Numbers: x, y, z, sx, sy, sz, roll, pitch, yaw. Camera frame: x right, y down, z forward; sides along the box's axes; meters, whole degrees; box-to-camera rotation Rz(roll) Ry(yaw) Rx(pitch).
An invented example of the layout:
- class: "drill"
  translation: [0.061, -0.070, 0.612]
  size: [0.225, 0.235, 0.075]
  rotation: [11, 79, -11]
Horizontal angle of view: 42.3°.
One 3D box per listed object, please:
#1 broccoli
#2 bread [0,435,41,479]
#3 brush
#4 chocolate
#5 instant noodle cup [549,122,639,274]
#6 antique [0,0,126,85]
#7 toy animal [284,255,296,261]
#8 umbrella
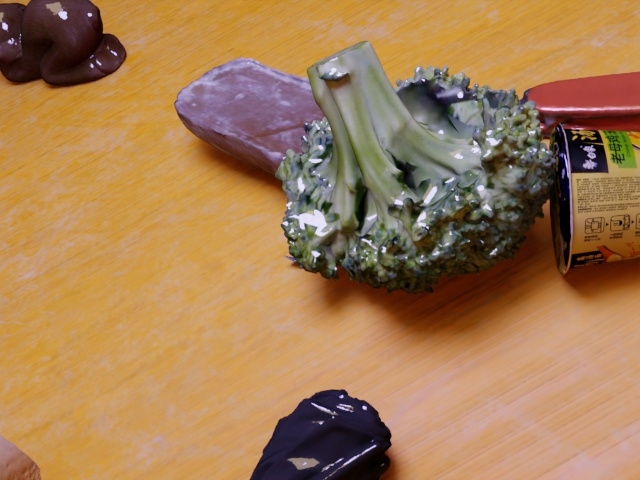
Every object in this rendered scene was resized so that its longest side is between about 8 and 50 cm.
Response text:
- class: "broccoli"
  translation: [0.088, -0.073, 0.862]
  size: [0.287, 0.235, 0.260]
  rotation: [-24, 82, 11]
- class: "bread"
  translation: [-0.392, 0.277, 0.789]
  size: [0.183, 0.211, 0.224]
  rotation: [-7, 45, 9]
- class: "brush"
  translation: [0.317, -0.154, 0.938]
  size: [0.323, 0.051, 0.070]
  rotation: [-4, 55, 21]
- class: "chocolate"
  translation: [-0.070, -0.149, 1.082]
  size: [0.254, 0.080, 0.157]
  rotation: [29, 54, 35]
- class: "instant noodle cup"
  translation: [0.290, -0.042, 0.807]
  size: [0.122, 0.151, 0.152]
  rotation: [0, 53, 10]
- class: "antique"
  translation: [-0.461, -0.339, 1.363]
  size: [0.256, 0.143, 0.121]
  rotation: [7, 58, 30]
- class: "toy animal"
  translation: [-0.001, 0.000, 0.965]
  size: [0.084, 0.028, 0.050]
  rotation: [-45, 38, -15]
- class: "umbrella"
  translation: [-0.065, 0.278, 0.735]
  size: [0.118, 0.118, 0.340]
  rotation: [31, 75, 38]
